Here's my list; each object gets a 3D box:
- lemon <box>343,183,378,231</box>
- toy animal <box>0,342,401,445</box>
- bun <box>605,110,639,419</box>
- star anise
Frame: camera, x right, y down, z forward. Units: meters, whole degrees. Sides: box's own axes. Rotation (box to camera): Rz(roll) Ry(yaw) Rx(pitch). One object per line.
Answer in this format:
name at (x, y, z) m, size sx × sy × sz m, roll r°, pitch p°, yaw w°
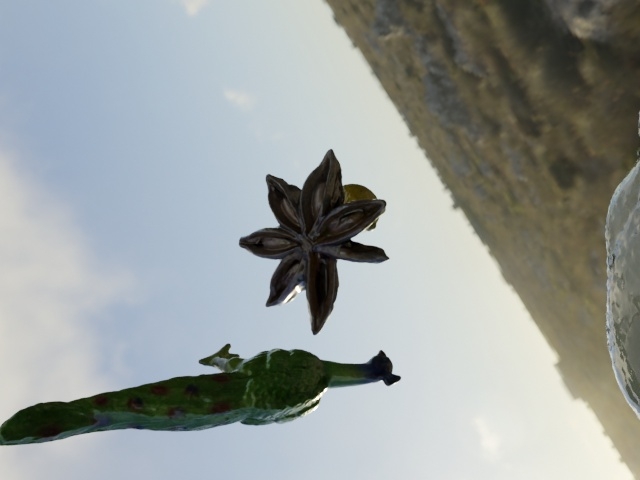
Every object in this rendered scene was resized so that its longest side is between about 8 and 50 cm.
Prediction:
lemon at (0.047, -0.041, 1.304) m, size 0.083 × 0.062 × 0.062 m, roll 49°, pitch 180°, yaw 39°
toy animal at (-0.067, 0.083, 0.551) m, size 0.075 × 0.216 × 0.041 m, roll -165°, pitch 72°, yaw -70°
bun at (0.215, -0.003, 0.375) m, size 0.239 × 0.239 × 0.141 m, roll 53°, pitch -169°, yaw -33°
star anise at (-0.013, -0.008, 1.241) m, size 0.197 × 0.212 × 0.073 m, roll 50°, pitch -157°, yaw 20°
